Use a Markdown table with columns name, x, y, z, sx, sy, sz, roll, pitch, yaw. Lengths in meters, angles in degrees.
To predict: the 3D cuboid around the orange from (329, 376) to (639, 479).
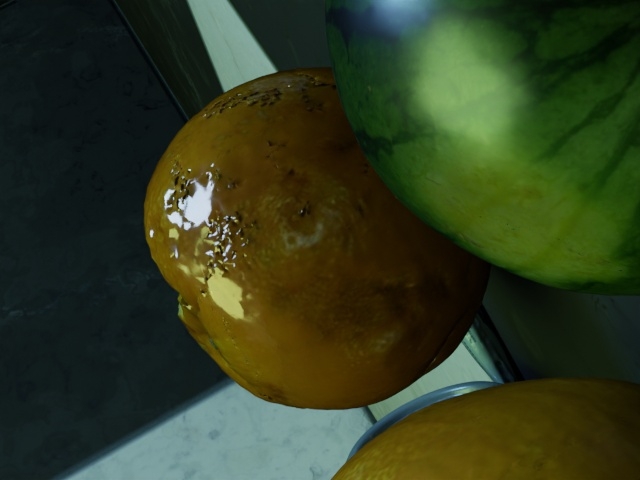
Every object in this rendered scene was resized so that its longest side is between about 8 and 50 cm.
| name | x | y | z | sx | sy | sz | roll | pitch | yaw |
| --- | --- | --- | --- | --- | --- | --- | --- | --- | --- |
| orange | 0.116 | 0.220 | 0.623 | 0.312 | 0.312 | 0.312 | 59 | 174 | 11 |

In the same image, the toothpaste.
| name | x | y | z | sx | sy | sz | roll | pitch | yaw |
| --- | --- | --- | --- | --- | --- | --- | --- | --- | --- |
| toothpaste | 0.101 | 0.032 | 1.087 | 0.233 | 0.038 | 0.060 | 58 | 178 | -5 |

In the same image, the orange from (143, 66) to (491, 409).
| name | x | y | z | sx | sy | sz | roll | pitch | yaw |
| --- | --- | --- | --- | --- | --- | --- | --- | --- | --- |
| orange | 0.000 | 0.000 | 0.887 | 0.240 | 0.240 | 0.240 | 59 | 174 | 11 |

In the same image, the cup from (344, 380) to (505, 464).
| name | x | y | z | sx | sy | sz | roll | pitch | yaw |
| --- | --- | --- | --- | --- | --- | --- | --- | --- | --- |
| cup | 0.152 | 0.279 | 1.037 | 0.312 | 0.205 | 0.205 | 64 | 173 | -13 |

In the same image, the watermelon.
| name | x | y | z | sx | sy | sz | roll | pitch | yaw |
| --- | --- | --- | --- | --- | --- | --- | --- | --- | --- |
| watermelon | 0.070 | -0.067 | 0.475 | 0.204 | 0.127 | 0.232 | 64 | 176 | -20 |
